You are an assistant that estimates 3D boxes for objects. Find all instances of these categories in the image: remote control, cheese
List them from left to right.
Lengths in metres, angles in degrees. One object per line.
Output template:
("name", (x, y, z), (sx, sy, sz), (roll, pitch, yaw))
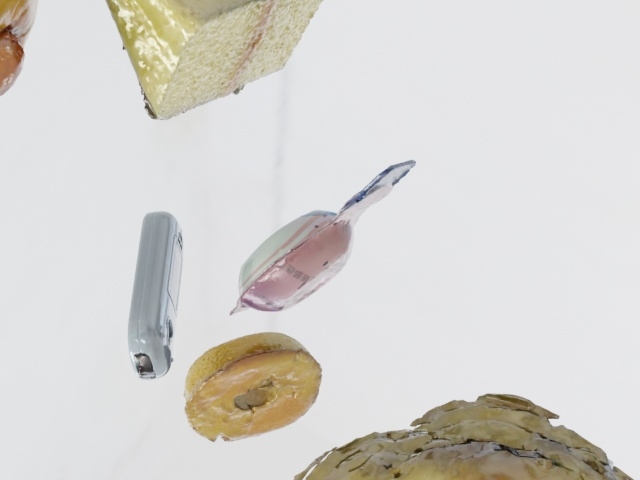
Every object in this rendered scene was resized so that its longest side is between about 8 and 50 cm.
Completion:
("remote control", (-0.192, 0.062, 2.359), (0.244, 0.047, 0.087), (-87, -9, -45))
("cheese", (0.000, 0.000, 2.333), (0.286, 0.074, 0.189), (-43, -9, 25))

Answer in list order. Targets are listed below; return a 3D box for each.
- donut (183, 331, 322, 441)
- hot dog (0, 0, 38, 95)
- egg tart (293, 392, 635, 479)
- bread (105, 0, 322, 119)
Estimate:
("donut", (-0.089, 0.175, 2.474), (0.178, 0.065, 0.162), (-2, -45, -27))
("hot dog", (-0.374, -0.165, 1.768), (0.150, 0.256, 0.153), (67, -166, -70))
("egg tart", (0.100, 0.205, 1.067), (0.297, 0.297, 0.132), (-49, -13, -35))
("bread", (-0.128, -0.235, 1.893), (0.240, 0.178, 0.135), (-31, -22, -53))
